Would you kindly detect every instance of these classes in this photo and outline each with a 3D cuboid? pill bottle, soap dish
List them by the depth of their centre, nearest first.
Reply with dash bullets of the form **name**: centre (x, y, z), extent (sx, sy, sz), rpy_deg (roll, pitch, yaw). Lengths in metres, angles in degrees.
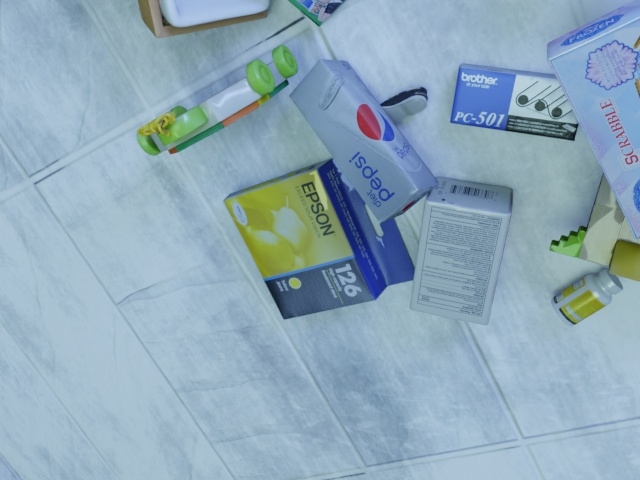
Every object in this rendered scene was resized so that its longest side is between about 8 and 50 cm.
- **soap dish**: centre (-0.209, -0.493, 0.995), extent (0.118, 0.229, 0.290), rpy_deg (19, 126, 43)
- **pill bottle**: centre (0.494, 0.103, 1.146), extent (0.065, 0.065, 0.116), rpy_deg (43, 122, -6)

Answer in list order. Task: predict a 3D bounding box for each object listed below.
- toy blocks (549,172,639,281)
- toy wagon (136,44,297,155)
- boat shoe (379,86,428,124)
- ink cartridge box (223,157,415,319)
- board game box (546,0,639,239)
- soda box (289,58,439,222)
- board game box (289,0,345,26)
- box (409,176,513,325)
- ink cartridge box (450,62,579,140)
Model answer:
- **toy blocks**: centre (0.596, -0.063, 0.980), extent (0.381, 0.191, 0.260), rpy_deg (17, 107, 21)
- **toy wagon**: centre (-0.187, -0.220, 1.048), extent (0.267, 0.344, 0.068), rpy_deg (-22, 109, 27)
- **boat shoe**: centre (0.135, -0.240, 1.109), extent (0.125, 0.038, 0.046), rpy_deg (-18, 134, 37)
- **ink cartridge box**: centre (0.000, 0.000, 1.261), extent (0.307, 0.072, 0.303), rpy_deg (-16, 110, 27)
- **board game box**: centre (0.505, -0.182, 0.785), extent (0.318, 0.066, 0.318), rpy_deg (-21, 118, 32)
- **soda box**: centre (0.074, -0.177, 1.076), extent (0.098, 0.091, 0.286), rpy_deg (-41, 77, 34)
- **board game box**: centre (0.031, -0.505, 0.941), extent (0.213, 0.046, 0.317), rpy_deg (28, 128, -37)
- **box**: centre (0.260, 0.017, 1.146), extent (0.149, 0.127, 0.232), rpy_deg (11, 119, 14)
- **ink cartridge box**: centre (0.330, -0.234, 1.041), extent (0.207, 0.046, 0.097), rpy_deg (11, 118, 13)
